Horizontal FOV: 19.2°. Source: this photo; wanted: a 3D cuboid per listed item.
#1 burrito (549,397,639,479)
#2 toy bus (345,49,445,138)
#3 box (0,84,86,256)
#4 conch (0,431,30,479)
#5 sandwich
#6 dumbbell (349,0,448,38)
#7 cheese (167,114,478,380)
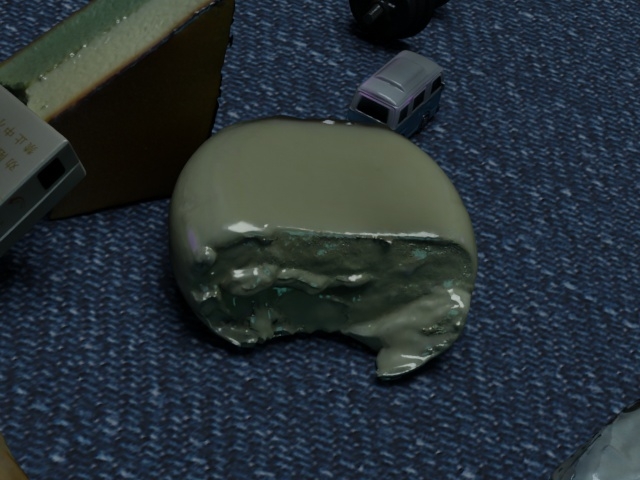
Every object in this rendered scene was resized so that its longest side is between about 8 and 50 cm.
[{"bbox_3d":[0.279,0.190,1.496,0.139,0.101,0.445,41,44,24],"label":"burrito"},{"bbox_3d":[0.076,-0.141,1.870,0.060,0.075,0.123,28,39,16],"label":"toy bus"},{"bbox_3d":[-0.309,-0.036,1.533,0.141,0.058,0.201,37,74,27],"label":"box"},{"bbox_3d":[-0.193,0.219,1.296,0.109,0.093,0.330,-7,41,-17],"label":"conch"},{"bbox_3d":[-0.188,-0.138,1.653,0.186,0.220,0.108,-12,46,-32],"label":"sandwich"},{"bbox_3d":[0.092,-0.279,2.036,0.099,0.099,0.208,25,38,12],"label":"dumbbell"},{"bbox_3d":[0.000,0.000,1.624,0.266,0.127,0.233,3,42,-12],"label":"cheese"}]
